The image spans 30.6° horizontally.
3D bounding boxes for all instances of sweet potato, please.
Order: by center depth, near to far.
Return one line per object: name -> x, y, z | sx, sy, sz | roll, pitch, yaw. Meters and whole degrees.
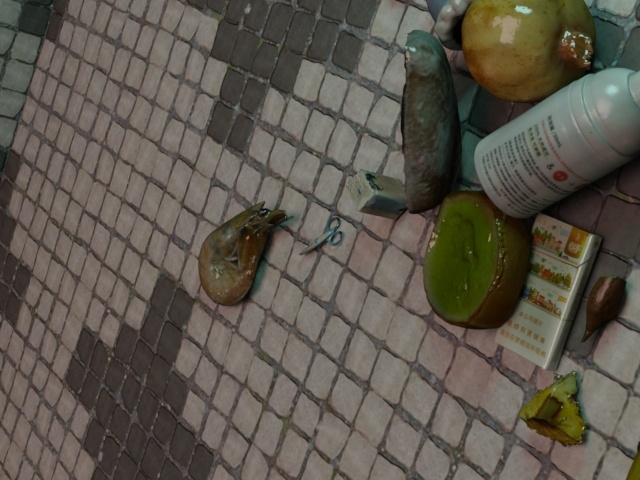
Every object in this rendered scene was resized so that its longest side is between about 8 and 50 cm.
sweet potato -> 0.414, 0.101, 1.736 | 0.049, 0.049, 0.117 | 39, 112, 46

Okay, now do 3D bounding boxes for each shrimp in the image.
shrimp -> -0.158, 0.028, 2.406 | 0.317, 0.077, 0.168 | -35, 67, 45

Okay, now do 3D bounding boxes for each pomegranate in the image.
pomegranate -> 0.320, -0.312, 1.808 | 0.207, 0.207, 0.207 | -13, 73, 47

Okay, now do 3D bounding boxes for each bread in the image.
bread -> 0.249, 0.029, 1.898 | 0.236, 0.070, 0.236 | -26, 60, 57

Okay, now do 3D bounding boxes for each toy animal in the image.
toy animal -> 0.246, -0.437, 1.958 | 0.208, 0.156, 0.204 | -38, 59, 34

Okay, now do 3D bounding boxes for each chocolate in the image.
chocolate -> 0.182, -0.198, 1.950 | 0.100, 0.185, 0.303 | -1, 108, 12

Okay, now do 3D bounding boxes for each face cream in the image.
face cream -> 0.408, -0.171, 1.726 | 0.369, 0.145, 0.145 | -32, 60, 40

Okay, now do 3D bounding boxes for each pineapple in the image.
pineapple -> 0.354, 0.245, 1.763 | 0.114, 0.077, 0.114 | 14, 80, 46

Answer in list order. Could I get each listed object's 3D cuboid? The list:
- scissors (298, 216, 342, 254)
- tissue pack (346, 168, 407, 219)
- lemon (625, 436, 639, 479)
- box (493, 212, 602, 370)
scissors -> 0.000, 0.000, 2.263 | 0.119, 0.014, 0.058 | -33, 55, 37
tissue pack -> 0.104, -0.081, 2.096 | 0.059, 0.094, 0.074 | -51, 45, 31
lemon -> 0.493, 0.364, 1.434 | 0.253, 0.253, 0.310 | -45, 61, 34
box -> 0.353, 0.078, 1.822 | 0.122, 0.032, 0.220 | 29, 104, 49
